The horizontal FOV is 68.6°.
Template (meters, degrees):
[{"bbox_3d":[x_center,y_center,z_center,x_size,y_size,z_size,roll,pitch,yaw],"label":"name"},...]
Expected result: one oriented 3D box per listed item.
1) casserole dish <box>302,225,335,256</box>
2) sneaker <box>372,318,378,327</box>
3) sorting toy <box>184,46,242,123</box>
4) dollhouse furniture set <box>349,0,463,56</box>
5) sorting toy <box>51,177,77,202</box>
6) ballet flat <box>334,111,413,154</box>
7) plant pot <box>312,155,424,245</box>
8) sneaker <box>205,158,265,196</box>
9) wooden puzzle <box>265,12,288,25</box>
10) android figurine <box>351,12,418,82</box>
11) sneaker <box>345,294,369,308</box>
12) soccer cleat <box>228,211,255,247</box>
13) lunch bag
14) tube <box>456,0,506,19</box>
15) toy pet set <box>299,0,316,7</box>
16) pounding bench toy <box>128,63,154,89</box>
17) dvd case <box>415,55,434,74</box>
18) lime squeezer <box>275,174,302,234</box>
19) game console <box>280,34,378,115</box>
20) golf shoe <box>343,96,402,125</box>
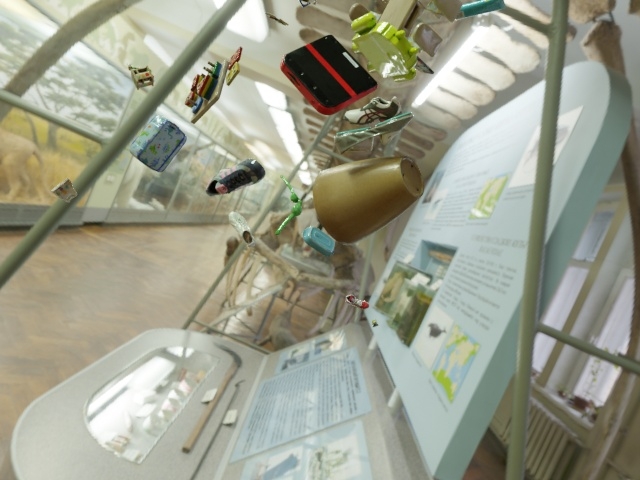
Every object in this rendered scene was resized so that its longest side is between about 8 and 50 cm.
[{"bbox_3d":[0.000,0.000,2.248,0.188,0.037,0.114,33,42,-17],"label":"casserole dish"},{"bbox_3d":[0.254,0.391,2.221,0.083,0.031,0.035,61,7,-74],"label":"sneaker"},{"bbox_3d":[-0.289,-0.388,1.185,0.046,0.132,0.275,27,-35,-33],"label":"sorting toy"},{"bbox_3d":[0.300,-0.913,1.640,0.257,0.394,0.362,14,22,-46],"label":"dollhouse furniture set"},{"bbox_3d":[-1.012,-0.192,1.861,0.045,0.083,0.075,-10,-54,48],"label":"sorting toy"},{"bbox_3d":[0.143,-0.274,1.225,0.213,0.068,0.072,-13,12,14],"label":"ballet flat"},{"bbox_3d":[0.149,-0.131,1.310,0.254,0.237,0.237,-20,-29,39],"label":"plant pot"},{"bbox_3d":[-0.345,-0.236,1.882,0.319,0.131,0.112,-10,-56,49],"label":"sneaker"},{"bbox_3d":[-0.191,-0.957,2.033,0.079,0.014,0.116,19,17,-43],"label":"wooden puzzle"},{"bbox_3d":[0.200,-0.589,1.454,0.248,0.056,0.273,42,-7,-23],"label":"android figurine"},{"bbox_3d":[0.173,0.292,2.230,0.119,0.042,0.067,13,-20,15],"label":"sneaker"},{"bbox_3d":[-0.362,-0.055,2.183,0.196,0.068,0.076,57,-11,6],"label":"soccer cleat"},{"bbox_3d":[-0.687,-0.411,2.010,0.090,0.219,0.176,35,-6,24],"label":"lunch bag"},{"bbox_3d":[0.623,-0.923,1.865,0.207,0.052,0.080,2,0,30],"label":"tube"},{"bbox_3d":[-0.081,-1.122,2.188,0.122,0.065,0.114,13,26,-12],"label":"toy pet set"},{"bbox_3d":[-0.612,-0.571,1.605,0.083,0.065,0.052,63,-24,6],"label":"pounding bench toy"},{"bbox_3d":[0.402,-0.722,1.920,0.119,0.013,0.087,27,8,-36],"label":"dvd case"},{"bbox_3d":[-0.132,-0.161,2.077,0.110,0.310,0.059,-10,-29,21],"label":"lime squeezer"},{"bbox_3d":[0.034,-0.790,2.232,0.386,0.342,0.060,51,-24,13],"label":"game console"},{"bbox_3d":[0.231,-0.582,2.097,0.273,0.120,0.105,5,39,24],"label":"golf shoe"}]
